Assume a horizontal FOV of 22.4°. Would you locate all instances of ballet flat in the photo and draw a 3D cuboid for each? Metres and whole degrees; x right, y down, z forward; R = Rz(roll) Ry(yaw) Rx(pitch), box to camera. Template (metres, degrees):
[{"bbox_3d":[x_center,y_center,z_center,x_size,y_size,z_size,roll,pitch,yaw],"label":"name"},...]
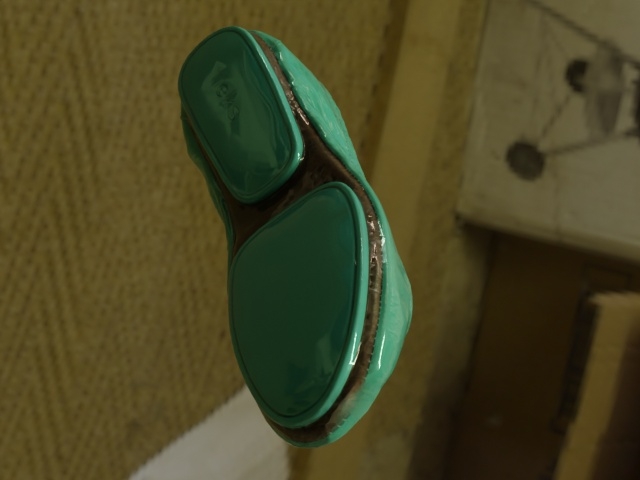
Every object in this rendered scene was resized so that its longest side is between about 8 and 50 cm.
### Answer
[{"bbox_3d":[0.000,0.000,0.720,0.083,0.247,0.087,-37,133,18],"label":"ballet flat"}]
